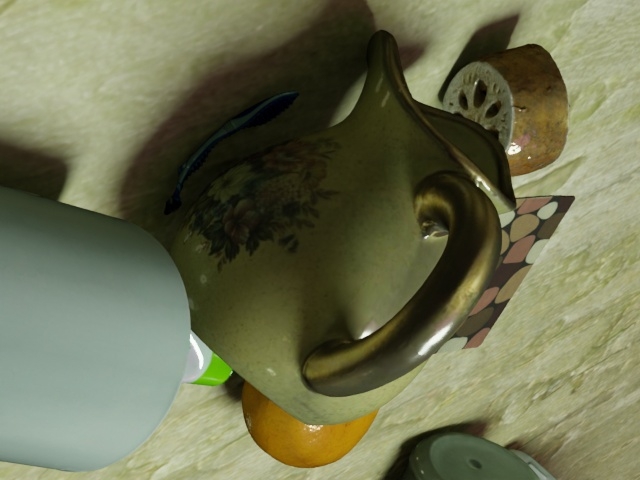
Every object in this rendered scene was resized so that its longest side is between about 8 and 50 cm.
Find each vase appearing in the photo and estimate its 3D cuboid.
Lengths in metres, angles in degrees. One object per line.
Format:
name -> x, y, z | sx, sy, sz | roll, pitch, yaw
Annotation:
vase -> 0.151, 0.405, 2.248 | 0.245, 0.245, 0.291 | -9, 130, -45
vase -> 0.044, 0.009, 1.493 | 0.302, 0.329, 0.241 | -47, 118, 1

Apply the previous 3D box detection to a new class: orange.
orange -> -0.011, 0.154, 1.829 | 0.156, 0.124, 0.156 | -26, 129, -36

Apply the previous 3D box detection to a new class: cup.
cup -> -0.261, 0.053, 1.306 | 0.205, 0.205, 0.312 | -50, 149, 12

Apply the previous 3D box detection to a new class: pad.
pad -> 0.192, 0.042, 2.050 | 0.158, 0.003, 0.235 | -4, 132, -49

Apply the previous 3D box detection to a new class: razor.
razor -> -0.082, -0.081, 1.528 | 0.154, 0.028, 0.044 | -43, -178, -4

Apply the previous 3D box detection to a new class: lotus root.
lotus root -> 0.178, -0.124, 1.705 | 0.081, 0.122, 0.112 | -4, 157, -40

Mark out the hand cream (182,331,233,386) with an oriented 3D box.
hand cream -> -0.180, 0.088, 1.625 | 0.275, 0.050, 0.079 | 19, 87, -53

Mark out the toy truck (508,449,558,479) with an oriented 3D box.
toy truck -> 0.317, 0.431, 2.357 | 0.176, 0.363, 0.178 | -24, 136, -32
